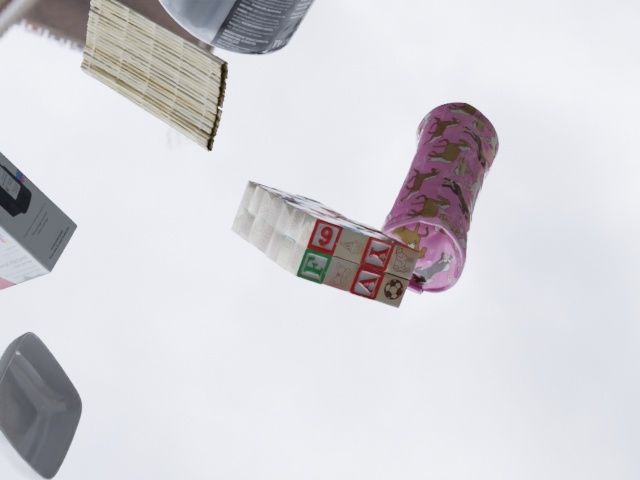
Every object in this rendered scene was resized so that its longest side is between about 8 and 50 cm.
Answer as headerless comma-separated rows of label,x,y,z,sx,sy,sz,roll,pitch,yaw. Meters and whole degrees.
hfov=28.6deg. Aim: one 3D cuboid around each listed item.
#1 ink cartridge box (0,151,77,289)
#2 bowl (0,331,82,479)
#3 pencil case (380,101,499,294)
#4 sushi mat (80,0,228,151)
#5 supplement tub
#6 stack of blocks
ink cartridge box,-0.367,-0.033,1.316,0.175,0.127,0.072,47,-135,-29
bowl,-0.343,0.196,1.445,0.053,0.142,0.142,-15,-146,21
pencil case,0.202,-0.077,2.140,0.167,0.160,0.386,61,-150,-26
sushi mat,-0.261,-0.266,1.936,0.317,0.151,0.019,33,-147,32
supplement tub,-0.050,-0.384,1.438,0.194,0.316,0.193,23,-143,-18
stack of blocks,0.000,0.000,1.858,0.171,0.087,0.297,17,-174,-25
